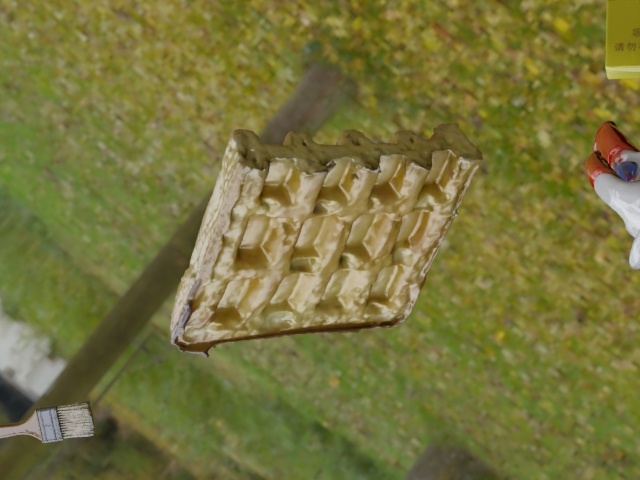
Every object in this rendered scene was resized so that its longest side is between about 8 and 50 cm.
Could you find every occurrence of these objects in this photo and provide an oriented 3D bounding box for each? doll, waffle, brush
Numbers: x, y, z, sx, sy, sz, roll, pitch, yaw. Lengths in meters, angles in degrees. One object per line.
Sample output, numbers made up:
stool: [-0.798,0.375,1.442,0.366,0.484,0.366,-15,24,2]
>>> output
doll: [0.371,-0.044,1.385,0.188,0.099,0.384,19,-161,6]
waffle: [0.001,0.000,1.568,0.077,0.348,0.304,57,137,38]
brush: [-0.341,0.214,1.478,0.014,0.169,0.043,-90,-9,-78]

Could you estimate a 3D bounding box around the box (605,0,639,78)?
box: [0.446,-0.340,1.670,0.153,0.279,0.041,-1,161,17]
